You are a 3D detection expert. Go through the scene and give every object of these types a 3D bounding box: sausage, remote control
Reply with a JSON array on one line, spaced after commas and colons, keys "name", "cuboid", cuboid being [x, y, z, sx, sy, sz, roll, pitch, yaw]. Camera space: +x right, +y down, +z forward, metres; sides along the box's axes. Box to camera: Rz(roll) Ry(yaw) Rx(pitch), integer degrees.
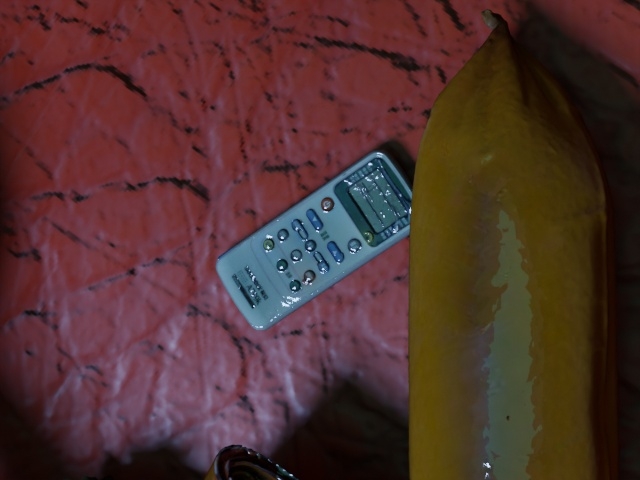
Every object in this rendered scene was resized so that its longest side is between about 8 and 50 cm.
[{"name": "sausage", "cuboid": [0.101, 0.037, 0.897, 0.112, 0.112, 0.328, -1, 89, 14]}, {"name": "remote control", "cuboid": [0.000, 0.000, 0.963, 0.124, 0.018, 0.053, -33, 83, 12]}]

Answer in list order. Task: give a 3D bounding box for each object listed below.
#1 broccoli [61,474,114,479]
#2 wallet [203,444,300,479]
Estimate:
[{"name": "broccoli", "cuboid": [-0.248, 0.224, 0.851, 0.361, 0.221, 0.252, 12, 72, -28]}, {"name": "wallet", "cuboid": [0.000, 0.210, 0.910, 0.195, 0.042, 0.161, 37, 137, 9]}]
